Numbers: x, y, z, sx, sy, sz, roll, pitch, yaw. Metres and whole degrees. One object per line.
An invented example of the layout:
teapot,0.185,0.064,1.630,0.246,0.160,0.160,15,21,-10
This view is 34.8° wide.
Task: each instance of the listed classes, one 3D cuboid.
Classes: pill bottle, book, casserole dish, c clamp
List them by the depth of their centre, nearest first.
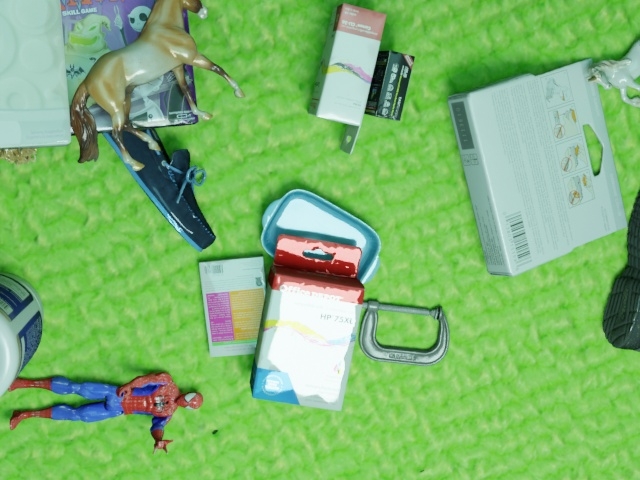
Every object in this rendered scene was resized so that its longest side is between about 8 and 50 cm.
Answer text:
pill bottle,-0.458,0.125,1.372,0.153,0.264,0.153,-1,98,-4
casserole dish,0.000,0.000,1.511,0.188,0.037,0.114,30,95,-8
book,-0.125,0.098,1.517,0.096,0.035,0.144,-5,99,-1
c clamp,0.124,0.124,1.549,0.161,0.022,0.137,12,97,-7

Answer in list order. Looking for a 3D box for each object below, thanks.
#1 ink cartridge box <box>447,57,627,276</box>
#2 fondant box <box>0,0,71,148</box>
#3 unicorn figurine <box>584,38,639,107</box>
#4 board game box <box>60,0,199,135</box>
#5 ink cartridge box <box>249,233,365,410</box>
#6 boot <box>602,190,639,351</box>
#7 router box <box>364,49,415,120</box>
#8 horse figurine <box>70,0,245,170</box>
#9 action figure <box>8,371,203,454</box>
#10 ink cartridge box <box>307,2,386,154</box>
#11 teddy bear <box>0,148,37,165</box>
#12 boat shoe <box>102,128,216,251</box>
ink cartridge box,0.326,-0.113,1.516,0.239,0.060,0.275,-20,101,-28
fondant box,-0.442,-0.275,1.255,0.238,0.096,0.330,-5,95,-14
unicorn figurine,0.463,-0.251,1.512,0.111,0.060,0.162,41,77,-9
board game box,-0.345,-0.242,1.355,0.347,0.056,0.208,-7,92,-14
ink cartridge box,-0.017,0.117,1.470,0.134,0.078,0.231,9,98,-8
boot,0.580,0.030,1.546,0.223,0.118,0.338,13,106,-14
router box,0.092,-0.219,1.443,0.038,0.122,0.092,12,98,-12
horse figurine,-0.227,-0.207,1.332,0.263,0.066,0.174,-36,108,-12
action figure,-0.309,0.244,1.473,0.280,0.139,0.091,-1,100,-8
ink cartridge box,0.031,-0.226,1.439,0.067,0.115,0.198,12,97,-8
teddy bear,-0.453,-0.231,1.410,0.245,0.113,0.338,44,85,-16
boat shoe,-0.220,-0.104,1.441,0.089,0.109,0.258,-36,101,-6
